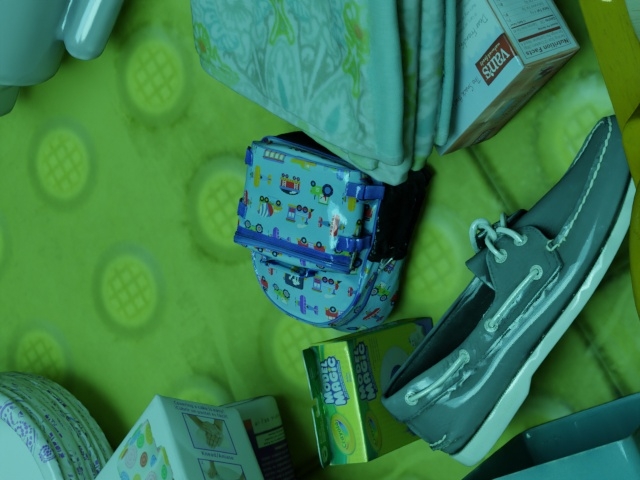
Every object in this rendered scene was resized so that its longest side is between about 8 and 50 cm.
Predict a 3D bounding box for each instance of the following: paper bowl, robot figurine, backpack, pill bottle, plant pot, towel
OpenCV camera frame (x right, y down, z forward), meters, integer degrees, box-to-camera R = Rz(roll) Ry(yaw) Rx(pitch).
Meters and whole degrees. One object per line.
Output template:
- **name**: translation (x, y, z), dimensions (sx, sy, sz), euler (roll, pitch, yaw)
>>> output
- **paper bowl**: translation (-0.322, 0.279, 1.440), dimensions (0.284, 0.148, 0.284), euler (4, 97, 34)
- **robot figurine**: translation (-0.329, -0.294, 1.355), dimensions (0.299, 0.200, 0.354), euler (25, 109, 4)
- **backpack**: translation (0.000, 0.000, 1.221), dimensions (0.158, 0.117, 0.173), euler (22, 109, 31)
- **pill bottle**: translation (-0.072, 0.254, 1.297), dimensions (0.108, 0.108, 0.194), euler (-17, 85, 33)
- **plant pot**: translation (0.243, 0.259, 1.067), dimensions (0.165, 0.165, 0.234), euler (-25, 88, 32)
- **towel**: translation (-0.016, -0.264, 1.106), dimensions (0.320, 0.090, 0.375), euler (36, 137, 44)

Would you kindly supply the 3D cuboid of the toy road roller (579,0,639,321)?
- **toy road roller**: translation (0.293, -0.064, 0.909), dimensions (0.202, 0.240, 0.330), euler (-8, 114, 33)

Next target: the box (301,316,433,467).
- **box**: translation (0.047, 0.128, 1.163), dimensions (0.043, 0.179, 0.105), euler (-10, 90, 34)

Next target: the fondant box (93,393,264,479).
- **fondant box**: translation (-0.117, 0.332, 1.138), dimensions (0.238, 0.096, 0.330), euler (-53, 43, 28)

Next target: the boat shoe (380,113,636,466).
- **boat shoe**: translation (0.157, 0.030, 1.092), dimensions (0.099, 0.116, 0.319), euler (27, 103, -4)

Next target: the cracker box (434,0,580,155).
- **cracker box**: translation (0.101, -0.208, 1.125), dimensions (0.232, 0.067, 0.156), euler (63, 151, 12)
